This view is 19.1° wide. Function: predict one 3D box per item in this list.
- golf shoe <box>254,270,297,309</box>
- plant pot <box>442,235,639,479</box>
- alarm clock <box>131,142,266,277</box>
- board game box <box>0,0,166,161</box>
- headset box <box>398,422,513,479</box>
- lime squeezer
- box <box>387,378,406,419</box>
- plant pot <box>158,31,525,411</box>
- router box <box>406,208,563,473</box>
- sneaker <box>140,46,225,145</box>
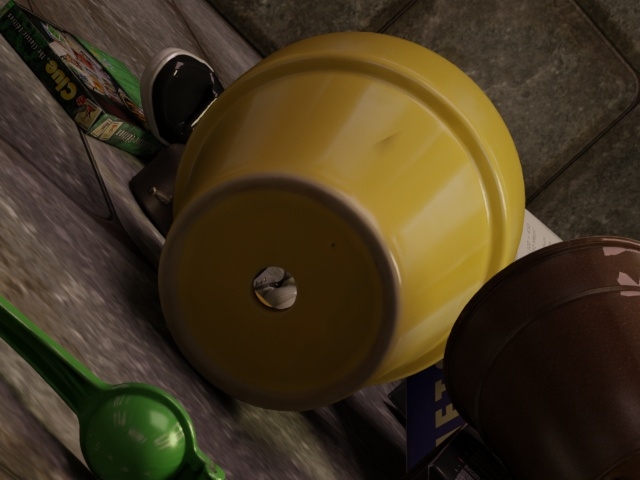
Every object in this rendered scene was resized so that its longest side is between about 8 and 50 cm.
[{"bbox_3d":[0.004,0.091,1.566,0.176,0.069,0.086,34,35,-51],"label":"golf shoe"},{"bbox_3d":[0.175,0.112,1.135,0.167,0.167,0.165,43,16,-36],"label":"plant pot"},{"bbox_3d":[-0.092,-0.025,1.570,0.129,0.064,0.192,46,4,-9],"label":"alarm clock"},{"bbox_3d":[-0.190,-0.129,1.681,0.136,0.030,0.259,47,6,16],"label":"board game box"},{"bbox_3d":[0.116,0.233,1.161,0.218,0.110,0.293,48,7,5],"label":"headset box"},{"bbox_3d":[-0.090,0.116,0.873,0.110,0.059,0.310,-4,46,-42],"label":"lime squeezer"},{"bbox_3d":[0.205,0.189,1.824,0.165,0.143,0.270,52,8,28],"label":"box"},{"bbox_3d":[0.000,0.000,1.318,0.254,0.254,0.239,47,23,-2],"label":"plant pot"},{"bbox_3d":[0.195,0.155,1.516,0.301,0.082,0.335,37,36,-31],"label":"router box"},{"bbox_3d":[-0.068,-0.079,1.649,0.121,0.079,0.217,25,-21,33],"label":"sneaker"}]
